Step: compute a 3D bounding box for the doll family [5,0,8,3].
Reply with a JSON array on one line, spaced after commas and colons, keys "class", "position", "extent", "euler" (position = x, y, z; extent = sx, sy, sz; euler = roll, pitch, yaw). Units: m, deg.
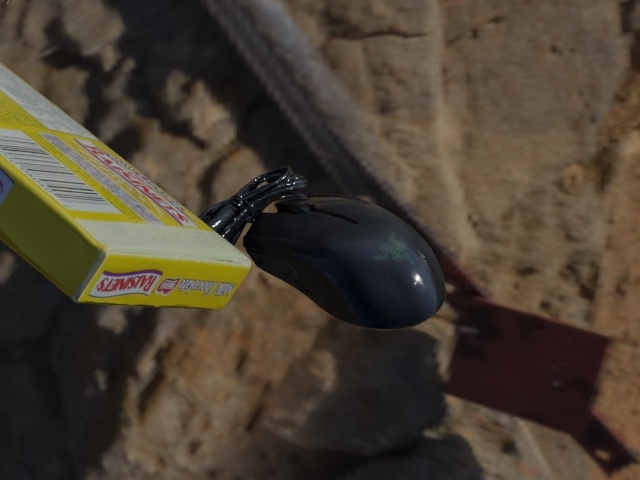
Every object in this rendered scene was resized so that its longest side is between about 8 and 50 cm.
[{"class": "doll family", "position": [-0.312, -0.246, 1.639], "extent": [0.118, 0.163, 0.263], "euler": [35, 105, -33]}]

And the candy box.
[{"class": "candy box", "position": [-0.126, -0.044, 0.676], "extent": [0.206, 0.105, 0.027], "euler": [37, 100, 22]}]

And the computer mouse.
[{"class": "computer mouse", "position": [0.000, 0.000, 1.818], "extent": [0.188, 0.272, 0.072], "euler": [-37, 139, -38]}]
